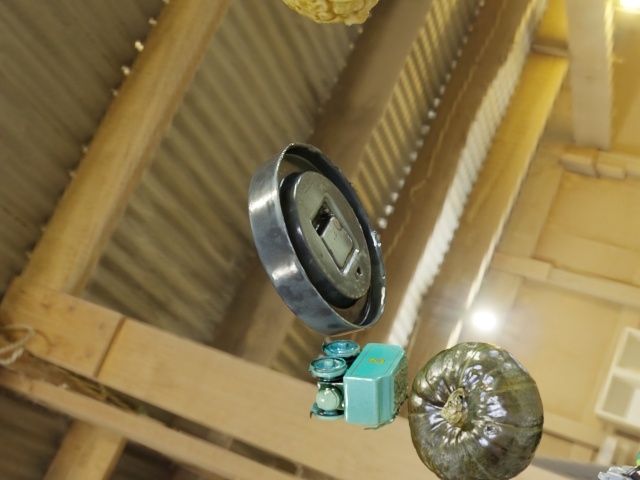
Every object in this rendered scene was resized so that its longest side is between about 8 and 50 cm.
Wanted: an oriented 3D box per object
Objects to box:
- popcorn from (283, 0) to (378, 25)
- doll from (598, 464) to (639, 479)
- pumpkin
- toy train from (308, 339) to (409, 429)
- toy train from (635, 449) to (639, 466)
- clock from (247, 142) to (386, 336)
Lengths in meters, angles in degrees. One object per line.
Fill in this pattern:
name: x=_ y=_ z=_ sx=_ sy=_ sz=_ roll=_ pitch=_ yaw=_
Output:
popcorn: x=0.011 y=-0.368 z=1.350 sx=0.140 sy=0.194 sz=0.163 roll=84 pitch=-168 yaw=-58
doll: x=0.526 y=0.387 z=1.529 sx=0.096 sy=0.195 sz=0.070 roll=-112 pitch=38 yaw=-77
pumpkin: x=0.230 y=0.265 z=1.477 sx=0.157 sy=0.224 sz=0.223 roll=11 pitch=-85 yaw=-50
toy train: x=0.071 y=0.252 z=1.744 sx=0.203 sy=0.163 sz=0.112 roll=-45 pitch=-46 yaw=-66
toy train: x=0.679 y=0.415 z=1.703 sx=0.238 sy=0.167 sz=0.299 roll=-39 pitch=13 yaw=21
clock: x=0.000 y=0.000 z=1.882 sx=0.386 sy=0.076 sz=0.386 roll=42 pitch=-145 yaw=-40
